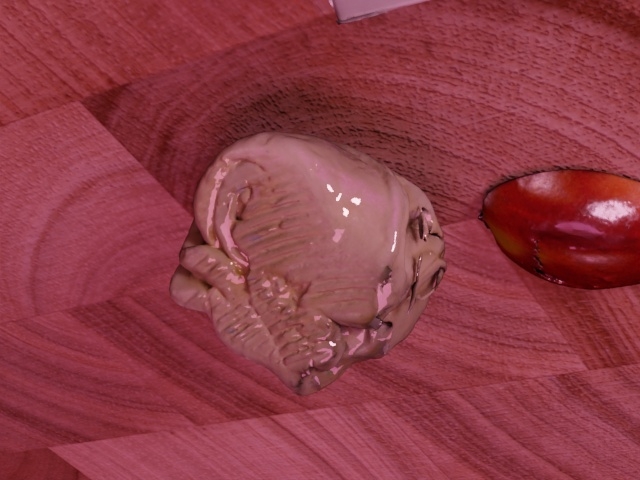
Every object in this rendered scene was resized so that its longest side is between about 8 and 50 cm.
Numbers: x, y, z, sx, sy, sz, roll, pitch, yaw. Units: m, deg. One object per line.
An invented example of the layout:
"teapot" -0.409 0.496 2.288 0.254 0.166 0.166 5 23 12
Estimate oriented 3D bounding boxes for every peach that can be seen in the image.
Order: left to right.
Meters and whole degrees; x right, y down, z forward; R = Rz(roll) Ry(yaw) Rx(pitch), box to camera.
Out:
"peach" 0.311 0.009 1.380 0.279 0.068 0.189 9 146 6

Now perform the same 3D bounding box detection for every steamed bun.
"steamed bun" 0.000 0.000 1.368 0.280 0.207 0.268 36 121 12

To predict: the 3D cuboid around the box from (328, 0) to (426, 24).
"box" 0.126 -0.302 0.929 0.299 0.106 0.200 -10 111 27
